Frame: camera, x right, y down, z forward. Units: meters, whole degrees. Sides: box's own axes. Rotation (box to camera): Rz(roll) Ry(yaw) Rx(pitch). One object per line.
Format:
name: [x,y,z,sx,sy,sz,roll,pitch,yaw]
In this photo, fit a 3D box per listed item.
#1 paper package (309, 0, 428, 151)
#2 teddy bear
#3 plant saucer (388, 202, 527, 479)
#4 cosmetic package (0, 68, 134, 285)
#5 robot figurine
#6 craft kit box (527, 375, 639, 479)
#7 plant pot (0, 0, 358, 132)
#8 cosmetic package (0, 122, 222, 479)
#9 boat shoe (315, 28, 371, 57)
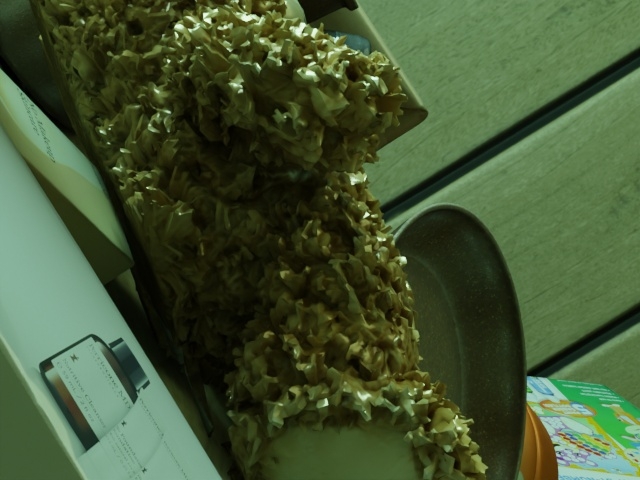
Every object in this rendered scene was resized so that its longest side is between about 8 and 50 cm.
paper package: [-0.082,-0.186,1.011,0.309,0.168,0.325,55,7,-14]
teddy bear: [-0.021,-0.004,0.563,0.338,0.113,0.245,-122,-162,-45]
plant saucer: [0.050,0.080,0.705,0.199,0.036,0.198,3,87,-60]
cosmetic package: [-0.117,-0.027,0.497,0.060,0.041,0.115,62,7,36]
robot figurine: [0.080,0.141,0.868,0.128,0.158,0.219,37,-4,23]
craft kit box: [0.200,0.179,1.091,0.250,0.061,0.246,8,20,-33]
plant pot: [-0.092,-0.150,0.736,0.167,0.165,0.167,57,7,-10]
cosmetic package: [-0.084,0.036,0.354,0.239,0.060,0.099,58,5,-2]
boat shoe: [0.000,0.000,0.723,0.080,0.076,0.228,-96,-175,-72]
